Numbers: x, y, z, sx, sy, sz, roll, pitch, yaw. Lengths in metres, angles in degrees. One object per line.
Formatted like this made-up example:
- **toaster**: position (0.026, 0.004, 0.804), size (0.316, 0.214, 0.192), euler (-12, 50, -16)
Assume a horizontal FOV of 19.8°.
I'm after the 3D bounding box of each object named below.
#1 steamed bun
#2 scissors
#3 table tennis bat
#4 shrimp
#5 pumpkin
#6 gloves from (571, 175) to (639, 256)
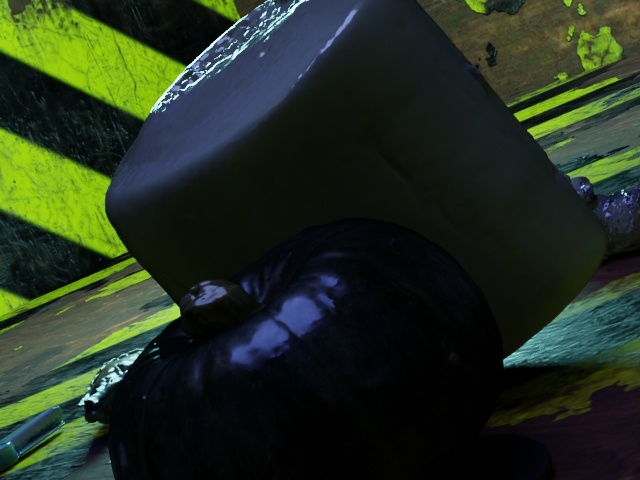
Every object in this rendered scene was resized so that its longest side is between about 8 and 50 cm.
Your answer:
- **steamed bun**: position (0.007, -0.012, 1.641), size (0.290, 0.371, 0.456), euler (-44, 11, -21)
- **scissors**: position (-0.396, 0.266, 2.213), size (0.125, 0.030, 0.256), euler (-16, 13, 39)
- **table tennis bat**: position (0.080, 0.179, 1.360), size (0.154, 0.021, 0.274), euler (-27, 9, -11)
- **shrimp**: position (-0.207, 0.165, 2.235), size (0.164, 0.062, 0.317), euler (-19, 5, 13)
- **pumpkin**: position (-0.014, 0.104, 1.322), size (0.300, 0.207, 0.300), euler (-33, 8, 6)
- **gloves**: position (0.284, -0.021, 1.908), size (0.144, 0.094, 0.110), euler (-13, 22, 19)
